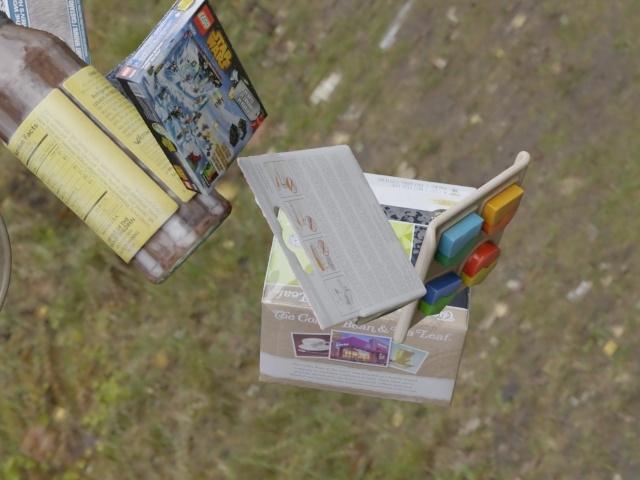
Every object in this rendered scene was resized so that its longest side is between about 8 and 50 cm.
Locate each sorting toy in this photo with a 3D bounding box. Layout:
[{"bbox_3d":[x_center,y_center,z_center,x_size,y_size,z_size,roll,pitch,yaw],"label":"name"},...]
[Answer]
[{"bbox_3d":[0.170,0.012,1.587,0.208,0.038,0.193,-38,-26,-37],"label":"sorting toy"}]

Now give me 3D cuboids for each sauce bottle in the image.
[{"bbox_3d":[-0.234,-0.112,1.233,0.111,0.344,0.111,-44,1,1],"label":"sauce bottle"}]

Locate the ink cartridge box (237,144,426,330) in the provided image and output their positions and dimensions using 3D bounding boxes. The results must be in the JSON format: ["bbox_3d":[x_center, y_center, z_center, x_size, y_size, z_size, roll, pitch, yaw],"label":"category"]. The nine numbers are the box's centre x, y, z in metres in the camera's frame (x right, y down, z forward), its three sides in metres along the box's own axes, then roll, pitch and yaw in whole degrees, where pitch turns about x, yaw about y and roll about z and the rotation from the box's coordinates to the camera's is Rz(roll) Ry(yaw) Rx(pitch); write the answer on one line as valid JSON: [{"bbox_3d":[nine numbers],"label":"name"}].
[{"bbox_3d":[0.000,0.000,1.318,0.056,0.225,0.181,-32,81,30],"label":"ink cartridge box"}]

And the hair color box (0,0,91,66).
[{"bbox_3d":[-0.420,-0.322,1.913,0.347,0.105,0.173,-152,53,-64],"label":"hair color box"}]

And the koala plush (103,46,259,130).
[{"bbox_3d":[-0.212,-0.203,2.075,0.196,0.221,0.203,-43,11,-23],"label":"koala plush"}]

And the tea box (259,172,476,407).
[{"bbox_3d":[0.081,0.072,2.275,0.220,0.329,0.323,95,-175,-47],"label":"tea box"}]

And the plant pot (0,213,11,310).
[{"bbox_3d":[-0.614,0.002,1.807,0.280,0.323,0.323,30,87,50],"label":"plant pot"}]

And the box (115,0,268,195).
[{"bbox_3d":[-0.099,-0.114,1.078,0.027,0.137,0.094,18,61,34],"label":"box"}]
